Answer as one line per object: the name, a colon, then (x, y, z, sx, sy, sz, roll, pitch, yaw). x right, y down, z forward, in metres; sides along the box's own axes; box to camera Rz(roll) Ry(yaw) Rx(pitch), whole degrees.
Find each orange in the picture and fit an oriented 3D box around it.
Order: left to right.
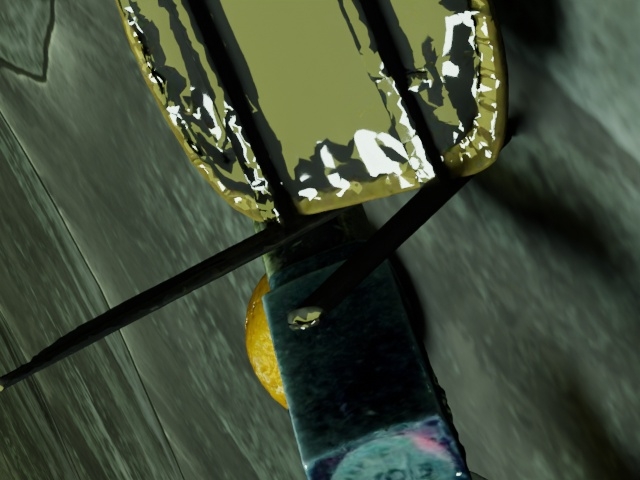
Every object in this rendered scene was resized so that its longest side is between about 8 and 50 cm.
orange: (0.005, 0.041, 0.870, 0.083, 0.070, 0.083, 32, 135, 38)

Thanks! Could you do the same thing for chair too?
chair: (-0.023, -0.075, 0.648, 0.172, 0.247, 0.159, -16, 101, 42)

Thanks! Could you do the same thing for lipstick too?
lipstick: (0.000, 0.000, 0.747, 0.312, 0.051, 0.051, -107, -8, -58)

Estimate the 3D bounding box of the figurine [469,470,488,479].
figurine: (0.098, 0.201, 0.567, 0.231, 0.324, 0.340, 22, 178, -19)
